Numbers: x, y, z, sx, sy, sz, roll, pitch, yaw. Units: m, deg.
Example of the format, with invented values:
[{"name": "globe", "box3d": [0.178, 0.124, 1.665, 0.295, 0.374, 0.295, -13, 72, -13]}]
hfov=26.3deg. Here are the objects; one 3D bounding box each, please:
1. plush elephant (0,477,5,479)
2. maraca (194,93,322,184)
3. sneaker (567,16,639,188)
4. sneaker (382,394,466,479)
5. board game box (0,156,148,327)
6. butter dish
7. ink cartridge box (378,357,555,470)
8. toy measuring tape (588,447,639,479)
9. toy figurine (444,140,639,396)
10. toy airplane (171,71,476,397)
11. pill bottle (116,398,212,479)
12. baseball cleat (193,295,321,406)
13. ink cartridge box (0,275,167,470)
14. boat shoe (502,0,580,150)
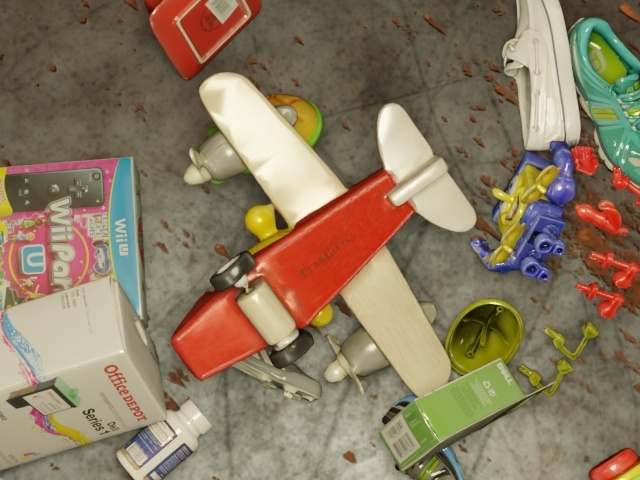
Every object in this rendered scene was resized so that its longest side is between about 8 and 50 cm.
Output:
[{"name": "plush elephant", "box3d": [-0.353, 0.408, 1.677, 0.271, 0.330, 0.255, -21, 57, -6]}, {"name": "maraca", "box3d": [-0.085, -0.136, 1.857, 0.185, 0.099, 0.127, -20, 44, 9]}, {"name": "sneaker", "box3d": [0.415, -0.181, 1.866, 0.107, 0.110, 0.275, -30, 81, -7]}, {"name": "sneaker", "box3d": [0.141, 0.296, 1.794, 0.078, 0.067, 0.188, -28, 75, 0]}, {"name": "board game box", "box3d": [-0.389, 0.014, 1.824, 0.303, 0.097, 0.224, -5, 79, -3]}, {"name": "butter dish", "box3d": [-0.181, -0.333, 1.884, 0.160, 0.160, 0.118, -45, 59, -8]}, {"name": "ink cartridge box", "box3d": [0.186, 0.211, 1.744, 0.209, 0.109, 0.062, -21, 73, -34]}, {"name": "toy measuring tape", "box3d": [0.454, 0.295, 1.770, 0.330, 0.121, 0.121, -31, 81, -7]}, {"name": "toy figurine", "box3d": [0.296, -0.002, 1.824, 0.191, 0.217, 0.363, 16, 123, -12]}, {"name": "toy airplane", "box3d": [0.000, 0.000, 1.751, 0.384, 0.272, 0.386, 8, 81, -22]}, {"name": "pill bottle", "box3d": [-0.202, 0.264, 1.790, 0.120, 0.067, 0.067, -40, 82, -8]}, {"name": "baseball cleat", "box3d": [-0.080, 0.135, 1.816, 0.205, 0.072, 0.109, 25, 76, 2]}, {"name": "ink cartridge box", "box3d": [-0.353, 0.176, 1.715, 0.278, 0.201, 0.117, -17, 57, 0]}, {"name": "boat shoe", "box3d": [0.293, -0.249, 1.886, 0.084, 0.095, 0.258, -9, 78, -7]}]
